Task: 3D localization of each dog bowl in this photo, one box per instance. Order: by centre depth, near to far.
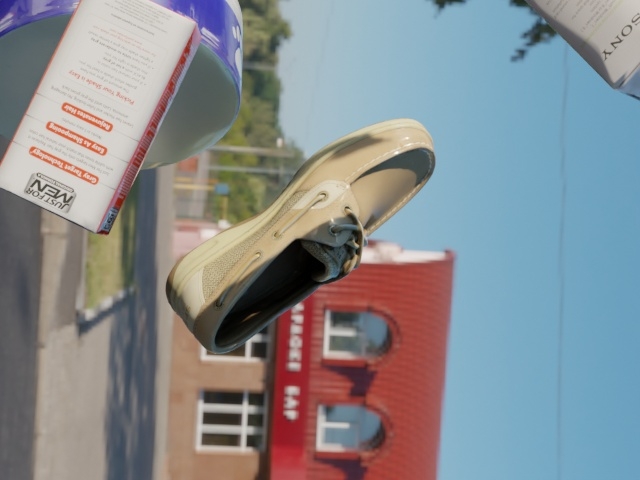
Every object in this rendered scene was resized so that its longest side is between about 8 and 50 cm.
[{"bbox_3d":[-0.209,-0.181,1.094,0.265,0.264,0.104,101,-13,-60],"label":"dog bowl"}]

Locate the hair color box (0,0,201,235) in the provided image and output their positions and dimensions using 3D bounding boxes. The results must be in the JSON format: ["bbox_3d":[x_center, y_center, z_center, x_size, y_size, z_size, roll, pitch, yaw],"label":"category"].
[{"bbox_3d":[-0.135,-0.081,0.673,0.141,0.072,0.043,-64,180,-3],"label":"hair color box"}]

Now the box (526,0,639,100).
[{"bbox_3d":[0.186,-0.201,0.784,0.058,0.232,0.322,-51,-126,26],"label":"box"}]

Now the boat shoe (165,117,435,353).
[{"bbox_3d":[0.000,0.000,1.182,0.110,0.341,0.122,46,-10,45],"label":"boat shoe"}]
